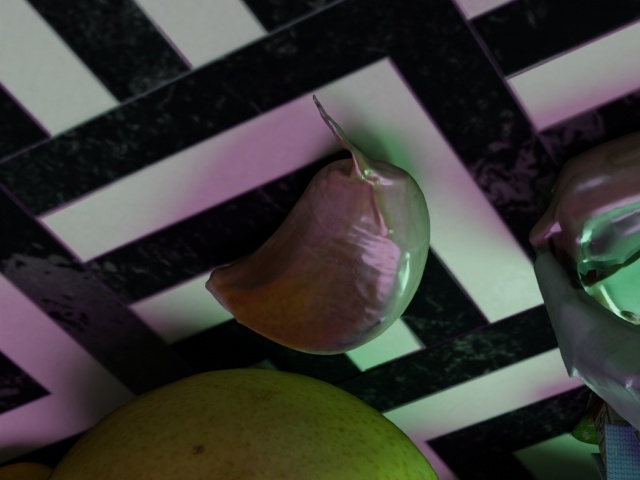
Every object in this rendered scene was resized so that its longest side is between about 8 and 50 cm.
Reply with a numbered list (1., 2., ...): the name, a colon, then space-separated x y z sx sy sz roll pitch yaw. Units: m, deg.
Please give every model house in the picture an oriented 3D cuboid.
1. model house: 0.275 0.149 1.188 0.117 0.088 0.167 5 136 -9

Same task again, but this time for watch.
1. watch: 0.279 0.048 0.970 0.253 0.241 0.161 -19 136 16

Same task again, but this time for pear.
1. pear: -0.062 0.244 1.127 0.314 0.314 0.314 -2 137 -2

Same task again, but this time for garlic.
1. garlic: 0.012 -0.002 1.016 0.129 0.090 0.198 24 136 -10

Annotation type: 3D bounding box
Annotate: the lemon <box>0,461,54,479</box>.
1. lemon: -0.247 0.237 1.234 0.109 0.109 0.133 31 142 -31
